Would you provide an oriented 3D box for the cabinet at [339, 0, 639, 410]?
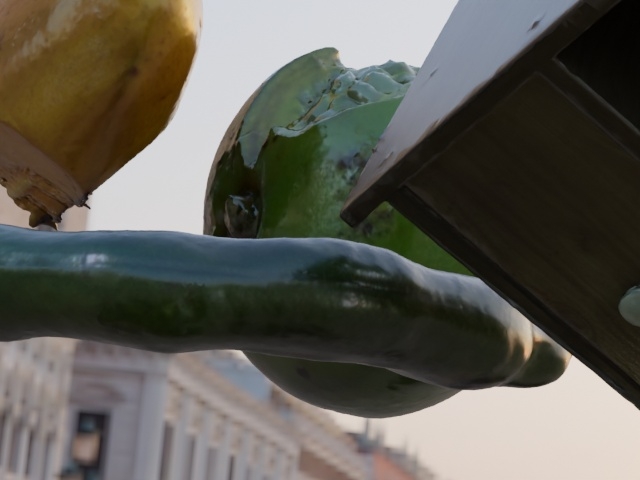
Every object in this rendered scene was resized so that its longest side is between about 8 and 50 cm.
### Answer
[{"bbox_3d":[0.149,-0.044,0.587,0.175,0.148,0.215,40,-45,-10],"label":"cabinet"}]

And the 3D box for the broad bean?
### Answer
[{"bbox_3d":[-0.044,0.022,0.706,0.292,0.049,0.144,5,-5,5],"label":"broad bean"}]

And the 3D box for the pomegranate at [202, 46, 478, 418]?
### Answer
[{"bbox_3d":[0.068,-0.012,1.176,0.302,0.236,0.236,-11,0,-37],"label":"pomegranate"}]

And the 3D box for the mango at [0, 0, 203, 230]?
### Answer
[{"bbox_3d":[-0.144,-0.099,1.102,0.126,0.154,0.252,34,-33,-13],"label":"mango"}]
